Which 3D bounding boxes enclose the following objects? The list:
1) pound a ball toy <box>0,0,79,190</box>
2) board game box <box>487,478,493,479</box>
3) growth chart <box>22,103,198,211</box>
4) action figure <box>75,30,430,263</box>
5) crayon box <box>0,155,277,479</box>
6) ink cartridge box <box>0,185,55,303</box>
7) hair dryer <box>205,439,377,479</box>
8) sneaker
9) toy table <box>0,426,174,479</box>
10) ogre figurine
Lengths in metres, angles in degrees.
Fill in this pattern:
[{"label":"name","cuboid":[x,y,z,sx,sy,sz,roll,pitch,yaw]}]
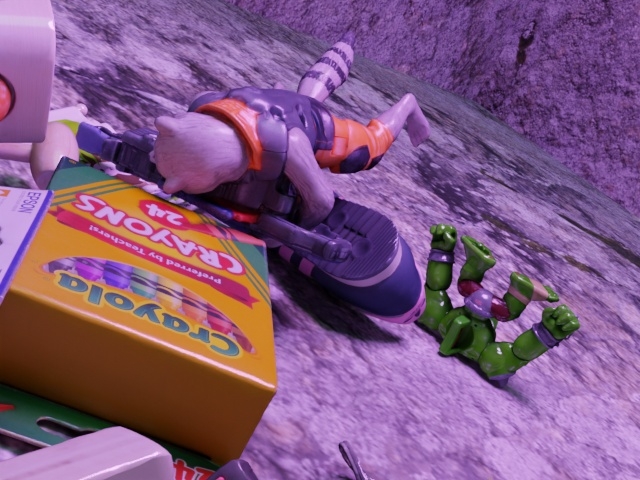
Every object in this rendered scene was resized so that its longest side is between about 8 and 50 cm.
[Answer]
[{"label":"pound a ball toy","cuboid":[-0.343,-0.113,0.790,0.319,0.208,0.136,-1,45,-25]},{"label":"board game box","cuboid":[0.197,0.261,0.735,0.181,0.043,0.092,29,18,1]},{"label":"growth chart","cuboid":[-0.225,-0.089,1.080,0.237,0.021,0.172,28,23,6]},{"label":"action figure","cuboid":[-0.080,-0.121,0.993,0.341,0.178,0.330,21,24,19]},{"label":"crayon box","cuboid":[-0.140,0.054,0.743,0.202,0.081,0.318,24,19,-15]},{"label":"ink cartridge box","cuboid":[-0.304,0.003,0.629,0.224,0.045,0.223,10,21,-9]},{"label":"hair dryer","cuboid":[0.079,0.223,0.603,0.293,0.080,0.223,45,19,29]},{"label":"sneaker","cuboid":[0.000,0.000,1.107,0.319,0.112,0.131,41,-10,50]},{"label":"toy table","cuboid":[-0.146,0.154,0.239,0.252,0.161,0.274,12,14,26]},{"label":"ogre figurine","cuboid":[0.180,0.076,1.090,0.197,0.118,0.097,33,15,10]}]
